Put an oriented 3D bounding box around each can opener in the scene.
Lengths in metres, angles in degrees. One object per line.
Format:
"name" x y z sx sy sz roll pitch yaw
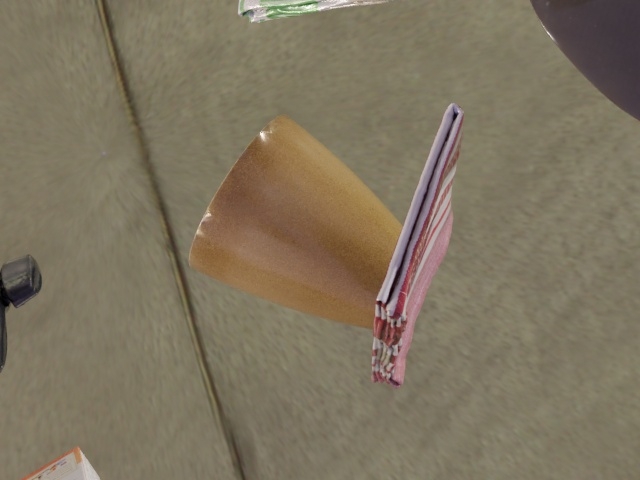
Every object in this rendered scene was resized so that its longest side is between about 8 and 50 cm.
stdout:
"can opener" -0.277 0.054 1.222 0.073 0.186 0.059 -34 111 9

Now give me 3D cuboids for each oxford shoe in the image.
"oxford shoe" 0.194 -0.082 0.705 0.212 0.076 0.076 32 111 6

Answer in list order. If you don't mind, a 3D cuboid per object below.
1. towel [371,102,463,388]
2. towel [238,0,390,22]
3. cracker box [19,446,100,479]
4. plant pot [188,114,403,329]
"towel" 0.110 0.017 1.611 0.037 0.329 0.237 18 73 7
"towel" 0.044 -0.376 1.643 0.038 0.324 0.248 15 77 -50
"cracker box" -0.351 0.381 1.902 0.155 0.232 0.067 -30 115 -2
"plant pot" 0.000 0.000 1.923 0.254 0.237 0.237 31 89 8
